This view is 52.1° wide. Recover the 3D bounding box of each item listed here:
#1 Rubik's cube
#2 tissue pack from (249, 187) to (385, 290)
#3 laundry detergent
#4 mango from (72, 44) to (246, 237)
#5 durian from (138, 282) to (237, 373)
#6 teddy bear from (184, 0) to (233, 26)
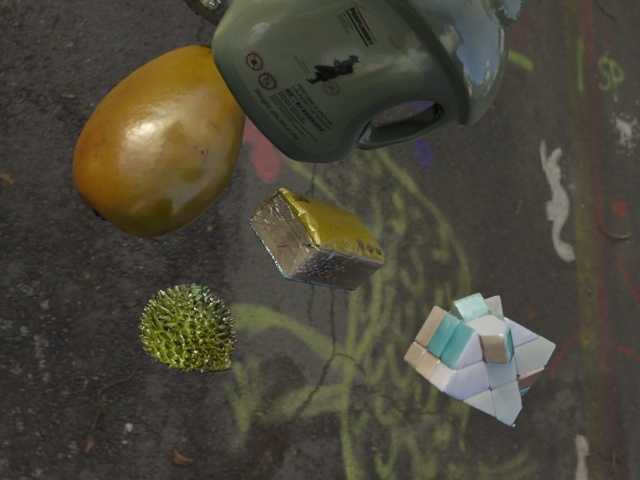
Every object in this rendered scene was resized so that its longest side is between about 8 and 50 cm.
[{"bbox_3d":[0.110,0.072,0.437,0.084,0.075,0.073,27,90,-36],"label":"Rubik's cube"},{"bbox_3d":[0.000,0.000,0.932,0.169,0.082,0.120,15,34,-51],"label":"tissue pack"},{"bbox_3d":[0.048,-0.152,0.516,0.181,0.253,0.091,55,42,-30],"label":"laundry detergent"},{"bbox_3d":[-0.273,-0.199,1.187,0.232,0.300,0.445,56,38,-39],"label":"mango"},{"bbox_3d":[-0.202,0.113,0.996,0.137,0.220,0.095,6,107,-21],"label":"durian"},{"bbox_3d":[-0.156,-0.509,1.302,0.357,0.367,0.224,25,106,1],"label":"teddy bear"}]
